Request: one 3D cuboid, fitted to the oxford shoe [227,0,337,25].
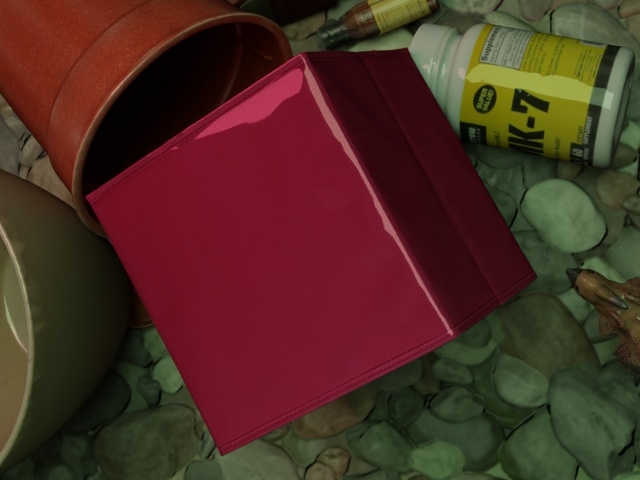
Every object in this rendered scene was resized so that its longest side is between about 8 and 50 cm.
[{"bbox_3d":[0.048,-0.345,1.293,0.348,0.123,0.130,-19,71,10],"label":"oxford shoe"}]

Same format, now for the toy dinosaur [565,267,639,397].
[{"bbox_3d":[0.372,0.084,1.095,0.296,0.200,0.127,-4,80,14],"label":"toy dinosaur"}]

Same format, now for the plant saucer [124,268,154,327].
[{"bbox_3d":[-0.192,0.053,1.347,0.084,0.013,0.083,-3,80,14],"label":"plant saucer"}]

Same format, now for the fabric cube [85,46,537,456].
[{"bbox_3d":[0.000,0.000,1.131,0.254,0.259,0.258,-31,85,26],"label":"fabric cube"}]

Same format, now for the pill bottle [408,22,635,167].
[{"bbox_3d":[0.192,-0.147,1.222,0.209,0.119,0.119,13,85,17],"label":"pill bottle"}]

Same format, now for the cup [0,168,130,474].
[{"bbox_3d":[-0.327,0.069,1.242,0.331,0.237,0.331,4,97,31],"label":"cup"}]

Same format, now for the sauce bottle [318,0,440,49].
[{"bbox_3d":[0.060,-0.237,1.312,0.128,0.042,0.042,-20,77,12],"label":"sauce bottle"}]

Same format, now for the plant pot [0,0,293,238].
[{"bbox_3d":[-0.216,-0.186,1.277,0.265,0.272,0.272,43,94,25],"label":"plant pot"}]
